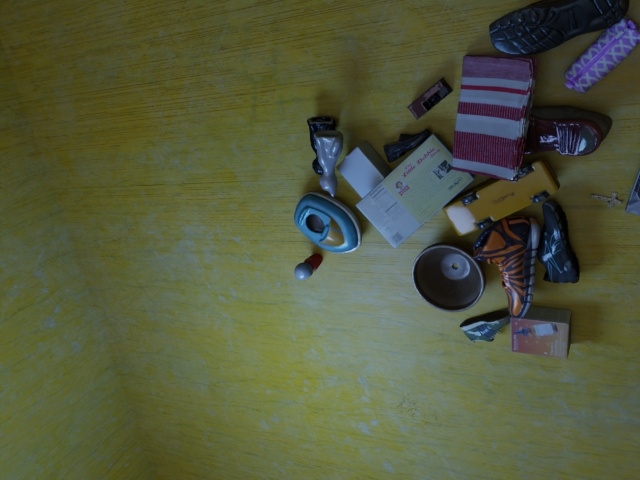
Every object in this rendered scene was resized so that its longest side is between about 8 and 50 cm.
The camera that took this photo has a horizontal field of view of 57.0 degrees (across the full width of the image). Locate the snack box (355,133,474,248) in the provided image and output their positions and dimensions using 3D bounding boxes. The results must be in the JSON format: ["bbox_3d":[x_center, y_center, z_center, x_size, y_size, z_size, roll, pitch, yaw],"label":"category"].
[{"bbox_3d":[0.289,-0.150,1.819,0.322,0.060,0.187,-42,90,12],"label":"snack box"}]

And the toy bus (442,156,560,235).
[{"bbox_3d":[0.526,-0.131,1.728,0.332,0.130,0.108,-30,96,36],"label":"toy bus"}]

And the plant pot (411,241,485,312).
[{"bbox_3d":[0.424,0.105,1.913,0.237,0.109,0.238,12,117,24],"label":"plant pot"}]

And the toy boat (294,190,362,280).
[{"bbox_3d":[0.000,0.000,2.074,0.267,0.148,0.318,31,124,13],"label":"toy boat"}]

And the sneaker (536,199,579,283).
[{"bbox_3d":[0.680,0.012,1.731,0.106,0.101,0.268,-10,108,35],"label":"sneaker"}]

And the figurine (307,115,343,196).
[{"bbox_3d":[0.017,-0.269,1.912,0.092,0.215,0.210,-6,122,-8],"label":"figurine"}]

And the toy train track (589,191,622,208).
[{"bbox_3d":[0.801,-0.115,1.654,0.083,0.014,0.048,16,120,23],"label":"toy train track"}]

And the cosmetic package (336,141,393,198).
[{"bbox_3d":[0.174,-0.196,1.924,0.231,0.085,0.117,51,126,1],"label":"cosmetic package"}]

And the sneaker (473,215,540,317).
[{"bbox_3d":[0.551,0.079,1.791,0.179,0.124,0.321,0,104,2],"label":"sneaker"}]

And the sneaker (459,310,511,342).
[{"bbox_3d":[0.562,0.292,1.954,0.192,0.064,0.086,-23,103,44],"label":"sneaker"}]

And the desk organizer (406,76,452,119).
[{"bbox_3d":[0.325,-0.421,1.752,0.130,0.047,0.050,-37,95,37],"label":"desk organizer"}]

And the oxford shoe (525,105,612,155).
[{"bbox_3d":[0.611,-0.310,1.610,0.348,0.130,0.123,23,137,41],"label":"oxford shoe"}]

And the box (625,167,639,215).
[{"bbox_3d":[0.947,-0.133,1.538,0.230,0.056,0.183,18,120,21],"label":"box"}]

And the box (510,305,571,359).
[{"bbox_3d":[0.696,0.287,1.860,0.170,0.091,0.130,3,114,28],"label":"box"}]

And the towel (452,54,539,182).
[{"bbox_3d":[0.468,-0.341,1.627,0.237,0.037,0.329,23,115,50],"label":"towel"}]

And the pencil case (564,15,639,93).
[{"bbox_3d":[0.715,-0.468,1.486,0.086,0.088,0.206,44,127,6],"label":"pencil case"}]

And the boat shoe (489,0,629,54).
[{"bbox_3d":[0.597,-0.560,1.489,0.323,0.120,0.123,-6,122,27],"label":"boat shoe"}]

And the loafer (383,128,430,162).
[{"bbox_3d":[0.265,-0.306,1.834,0.170,0.062,0.061,-30,92,35],"label":"loafer"}]
